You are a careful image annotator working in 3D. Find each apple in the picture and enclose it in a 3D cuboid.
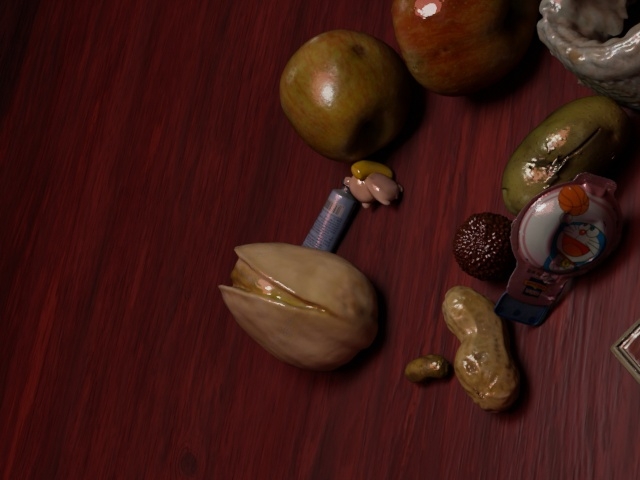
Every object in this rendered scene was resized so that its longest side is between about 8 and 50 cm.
[{"bbox_3d":[0.054,-0.279,2.116,0.264,0.264,0.264,-22,56,38],"label":"apple"},{"bbox_3d":[0.273,-0.422,1.949,0.250,0.277,0.309,-9,79,26],"label":"apple"}]

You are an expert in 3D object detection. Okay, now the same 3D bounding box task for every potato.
[{"bbox_3d":[0.402,-0.130,1.753,0.143,0.169,0.248,47,106,15],"label":"potato"},{"bbox_3d":[0.190,0.225,1.887,0.092,0.045,0.046,-21,20,41],"label":"potato"}]

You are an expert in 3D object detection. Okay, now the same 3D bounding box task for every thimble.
[{"bbox_3d":[0.506,-0.363,1.733,0.291,0.195,0.291,-22,56,36],"label":"thimble"}]

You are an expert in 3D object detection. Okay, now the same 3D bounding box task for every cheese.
[{"bbox_3d":[0.376,0.017,1.708,0.074,0.189,0.286,-102,34,-59],"label":"cheese"}]

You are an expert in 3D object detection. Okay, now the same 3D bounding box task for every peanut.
[{"bbox_3d":[0.268,0.178,1.784,0.098,0.103,0.229,-24,56,21],"label":"peanut"}]

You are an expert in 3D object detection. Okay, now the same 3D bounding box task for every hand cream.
[{"bbox_3d":[0.000,0.000,2.189,0.091,0.058,0.271,35,101,37],"label":"hand cream"}]

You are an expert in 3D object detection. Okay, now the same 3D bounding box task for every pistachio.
[{"bbox_3d":[-0.040,0.119,2.036,0.321,0.238,0.229,24,83,19],"label":"pistachio"}]

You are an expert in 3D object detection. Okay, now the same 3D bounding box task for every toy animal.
[{"bbox_3d":[0.106,-0.104,2.120,0.114,0.091,0.082,42,124,18],"label":"toy animal"}]

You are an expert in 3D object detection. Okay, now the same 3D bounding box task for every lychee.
[{"bbox_3d":[0.288,0.011,1.835,0.129,0.123,0.123,-173,107,-84],"label":"lychee"}]

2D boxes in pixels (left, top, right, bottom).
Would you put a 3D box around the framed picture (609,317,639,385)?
[{"bbox_3d":[0.566,0.174,1.543,0.216,0.016,0.273,-50,43,17],"label":"framed picture"}]
